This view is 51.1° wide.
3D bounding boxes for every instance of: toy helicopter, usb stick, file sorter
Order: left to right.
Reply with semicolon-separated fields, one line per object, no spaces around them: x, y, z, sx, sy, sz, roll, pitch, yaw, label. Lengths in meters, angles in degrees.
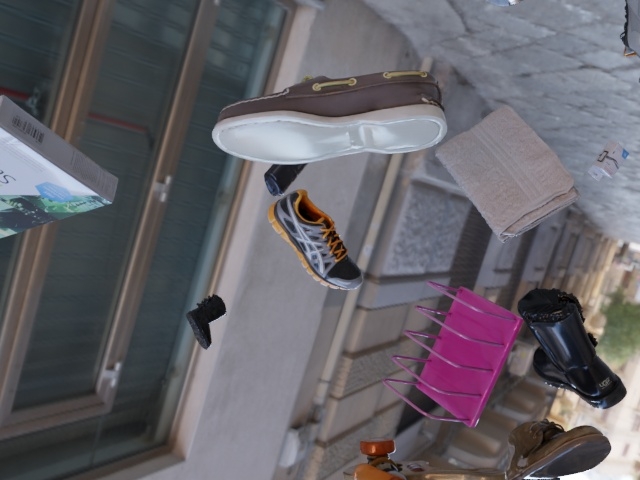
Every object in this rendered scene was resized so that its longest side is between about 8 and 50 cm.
-0.062;-0.219;1.750;0.045;0.077;0.278;-3;-143;37;usb stick
0.218;0.514;1.452;0.355;0.140;0.235;-6;169;21;toy helicopter
0.305;0.265;1.613;0.182;0.290;0.202;17;-171;-39;file sorter

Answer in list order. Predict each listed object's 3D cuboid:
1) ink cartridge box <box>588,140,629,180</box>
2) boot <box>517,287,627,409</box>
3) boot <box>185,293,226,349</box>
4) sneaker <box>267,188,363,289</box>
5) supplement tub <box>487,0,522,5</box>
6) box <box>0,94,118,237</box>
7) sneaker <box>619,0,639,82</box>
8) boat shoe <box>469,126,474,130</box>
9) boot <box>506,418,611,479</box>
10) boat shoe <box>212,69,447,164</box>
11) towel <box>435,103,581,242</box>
0.641;-0.173;1.490;0.048;0.083;0.028;30;-173;-29;ink cartridge box
0.420;0.171;1.196;0.207;0.094;0.246;57;177;-11;boot
-0.282;0.205;1.715;0.099;0.121;0.045;-35;-159;-36;boot
0.000;0.000;1.189;0.215;0.083;0.084;45;-141;-2;sneaker
0.516;-0.806;1.872;0.207;0.207;0.338;19;-175;18;supplement tub
-0.531;-0.102;1.093;0.322;0.058;0.232;-12;146;29;box
0.662;-0.451;1.380;0.108;0.271;0.100;-23;171;33;sneaker
0.402;-0.209;1.670;0.063;0.059;0.170;1;-126;-12;boat shoe
0.381;0.347;1.131;0.113;0.115;0.305;2;149;-7;boot
0.011;-0.180;0.947;0.325;0.096;0.116;-4;155;4;boat shoe
0.371;-0.142;1.354;0.282;0.187;0.049;61;-174;36;towel
